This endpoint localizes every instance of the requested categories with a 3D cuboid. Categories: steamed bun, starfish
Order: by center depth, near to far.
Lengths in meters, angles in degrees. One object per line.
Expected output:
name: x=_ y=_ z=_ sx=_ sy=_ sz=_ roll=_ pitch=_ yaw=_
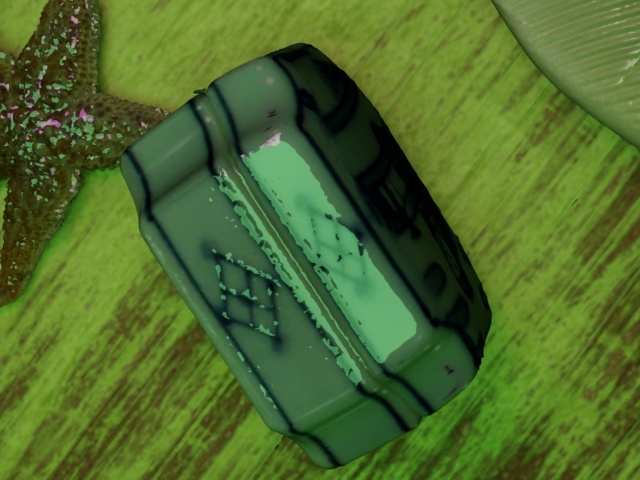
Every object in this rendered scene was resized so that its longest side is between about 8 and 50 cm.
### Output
steamed bun: x=0.251 y=-0.169 z=1.385 sx=0.239 sy=0.152 sz=0.170 roll=43 pitch=109 yaw=15
starfish: x=-0.249 y=-0.095 z=1.502 sx=0.299 sy=0.060 sz=0.302 roll=31 pitch=102 yaw=-1

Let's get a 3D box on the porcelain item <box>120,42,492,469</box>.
porcelain item: x=0.000 y=0.000 z=1.371 sx=0.157 sy=0.281 sz=0.286 roll=-33 pitch=92 yaw=14
